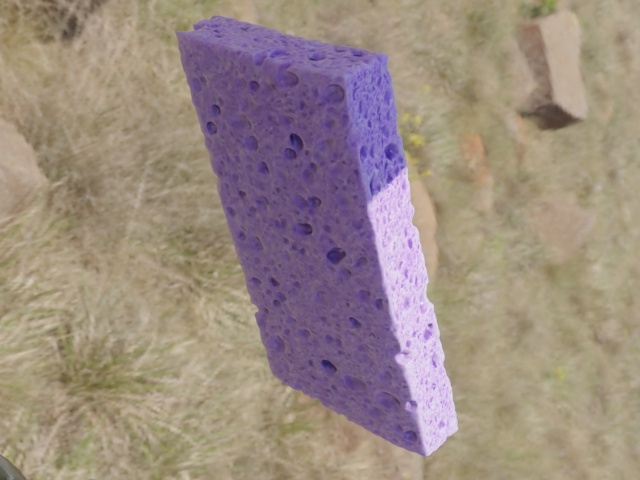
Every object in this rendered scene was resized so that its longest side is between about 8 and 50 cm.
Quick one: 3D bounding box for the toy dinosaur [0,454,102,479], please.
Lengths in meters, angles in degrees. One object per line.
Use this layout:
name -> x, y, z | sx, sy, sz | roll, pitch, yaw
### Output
toy dinosaur -> -0.205, 0.094, 0.400 | 0.164, 0.218, 0.322 | -48, 154, -14

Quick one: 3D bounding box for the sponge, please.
sponge -> 0.000, 0.000, 0.487 | 0.031, 0.117, 0.210 | -34, 126, -30
